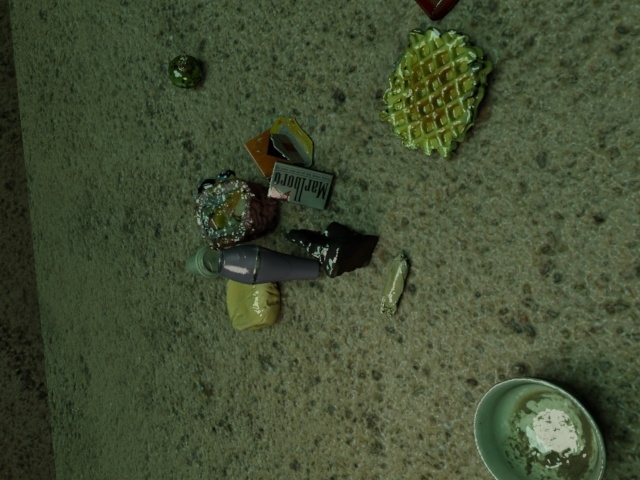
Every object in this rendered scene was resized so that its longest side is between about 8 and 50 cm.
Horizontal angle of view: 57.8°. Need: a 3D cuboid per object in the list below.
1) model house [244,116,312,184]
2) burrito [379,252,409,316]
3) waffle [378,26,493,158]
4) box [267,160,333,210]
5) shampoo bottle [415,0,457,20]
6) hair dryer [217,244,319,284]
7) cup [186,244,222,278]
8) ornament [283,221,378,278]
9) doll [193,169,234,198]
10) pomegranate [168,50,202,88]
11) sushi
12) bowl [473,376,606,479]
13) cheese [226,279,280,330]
[{"bbox_3d":[-0.153,-0.277,1.802,0.207,0.136,0.219,-48,65,33],"label":"model house"},{"bbox_3d":[0.205,0.125,1.602,0.058,0.045,0.188,21,105,29],"label":"burrito"},{"bbox_3d":[0.290,-0.377,1.480,0.297,0.073,0.317,40,124,36],"label":"waffle"},{"bbox_3d":[-0.060,-0.163,1.728,0.036,0.177,0.115,-106,29,-70],"label":"box"},{"bbox_3d":[0.251,-0.690,1.489,0.102,0.064,0.260,-45,66,32],"label":"shampoo bottle"},{"bbox_3d":[-0.197,0.056,1.840,0.361,0.301,0.121,-156,73,-65],"label":"hair dryer"},{"bbox_3d":[-0.413,0.081,2.059,0.141,0.120,0.120,-16,83,48],"label":"cup"},{"bbox_3d":[0.000,0.000,1.638,0.260,0.251,0.106,23,108,28],"label":"ornament"},{"bbox_3d":[-0.381,-0.187,2.038,0.195,0.070,0.096,-21,65,31],"label":"doll"},{"bbox_3d":[-0.477,-0.603,2.039,0.161,0.122,0.122,121,131,-74],"label":"pomegranate"},{"bbox_3d":[-0.272,-0.098,1.893,0.270,0.171,0.237,-18,82,36],"label":"sushi"},{"bbox_3d":[0.510,0.435,1.314,0.289,0.146,0.289,4,97,40],"label":"bowl"},{"bbox_3d":[-0.231,0.190,1.918,0.226,0.117,0.214,-16,77,43],"label":"cheese"}]
